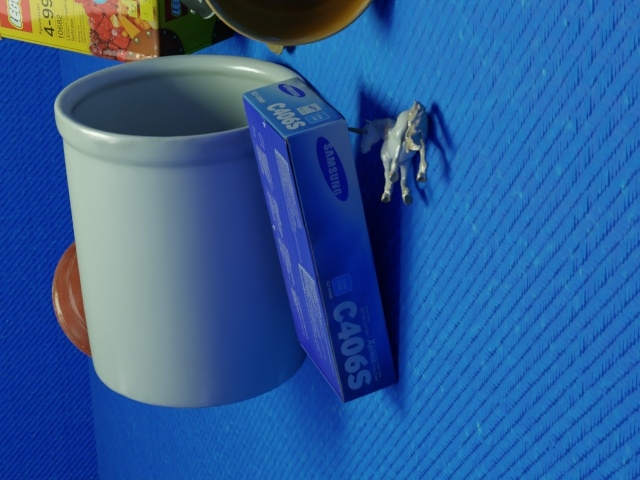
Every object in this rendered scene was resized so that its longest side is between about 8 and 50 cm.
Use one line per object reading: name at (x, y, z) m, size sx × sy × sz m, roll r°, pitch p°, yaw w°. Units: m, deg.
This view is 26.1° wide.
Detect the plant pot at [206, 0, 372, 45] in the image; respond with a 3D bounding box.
plant pot at (-0.038, -0.346, 1.516) m, size 0.188 × 0.205 × 0.205 m, roll -98°, pitch 10°, yaw -56°

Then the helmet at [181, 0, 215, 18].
helmet at (-0.122, -0.375, 1.780) m, size 0.169 × 0.161 × 0.169 m, roll 172°, pitch 90°, yaw -72°

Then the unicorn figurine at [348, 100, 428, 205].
unicorn figurine at (0.081, -0.098, 1.464) m, size 0.162 × 0.060 × 0.111 m, roll -34°, pitch 50°, yaw 54°

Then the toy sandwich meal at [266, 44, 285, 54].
toy sandwich meal at (-0.056, -0.290, 1.836) m, size 0.085 × 0.029 × 0.085 m, roll 167°, pitch 90°, yaw -71°

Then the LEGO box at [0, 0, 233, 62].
LEGO box at (-0.333, -0.541, 2.020) m, size 0.372 × 0.193 × 0.500 m, roll 14°, pitch 118°, yaw 29°

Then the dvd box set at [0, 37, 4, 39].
dvd box set at (-0.474, -0.569, 2.250) m, size 0.307 × 0.062 × 0.420 m, roll -44°, pitch -40°, yaw -56°

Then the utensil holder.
utensil holder at (-0.173, -0.017, 1.840) m, size 0.327 × 0.327 × 0.385 m, roll -130°, pitch 35°, yaw -58°

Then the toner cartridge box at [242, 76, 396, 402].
toner cartridge box at (0.000, 0.000, 1.607) m, size 0.165 × 0.075 × 0.348 m, roll -133°, pitch 27°, yaw -58°

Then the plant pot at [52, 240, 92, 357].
plant pot at (-0.310, 0.062, 2.427) m, size 0.265 × 0.272 × 0.272 m, roll -38°, pitch 62°, yaw 61°
